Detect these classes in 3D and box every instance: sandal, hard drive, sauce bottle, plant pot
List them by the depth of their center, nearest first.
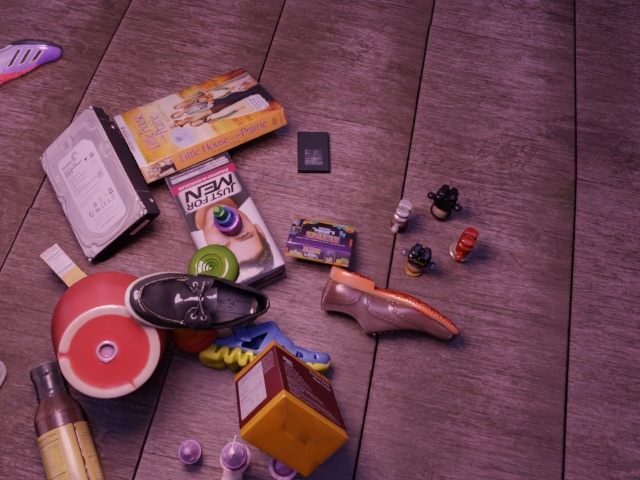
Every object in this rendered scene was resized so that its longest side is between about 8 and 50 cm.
[{"bbox_3d":[-0.463,0.216,1.207,0.275,0.243,0.275,-1,94,-19],"label":"plant pot"},{"bbox_3d":[-0.574,0.442,1.230,0.111,0.111,0.344,-21,68,-12],"label":"sauce bottle"},{"bbox_3d":[-0.128,0.258,1.338,0.317,0.126,0.138,11,60,-1],"label":"sandal"},{"bbox_3d":[-0.583,-0.146,1.427,0.237,0.064,0.339,-35,76,20],"label":"hard drive"},{"bbox_3d":[-0.021,-0.263,1.623,0.094,0.022,0.135,0,66,-4],"label":"hard drive"}]

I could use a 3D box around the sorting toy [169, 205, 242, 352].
[{"bbox_3d":[-0.279,0.078,1.284,0.127,0.126,0.365,13,76,14],"label":"sorting toy"}]

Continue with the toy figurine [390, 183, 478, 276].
[{"bbox_3d":[0.301,-0.024,1.482,0.209,0.148,0.213,-20,71,-6],"label":"toy figurine"}]

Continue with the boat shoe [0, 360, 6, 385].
[{"bbox_3d":[-0.872,0.375,1.242,0.091,0.114,0.302,10,41,43],"label":"boat shoe"}]

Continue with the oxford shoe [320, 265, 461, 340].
[{"bbox_3d":[0.176,0.191,1.404,0.364,0.130,0.132,23,91,7],"label":"oxford shoe"}]

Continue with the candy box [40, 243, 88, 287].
[{"bbox_3d":[-0.610,0.103,1.376,0.187,0.109,0.053,42,70,15],"label":"candy box"}]

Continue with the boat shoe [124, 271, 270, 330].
[{"bbox_3d":[-0.245,0.132,1.176,0.113,0.340,0.127,-13,67,38],"label":"boat shoe"}]

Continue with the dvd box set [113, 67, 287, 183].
[{"bbox_3d":[-0.347,-0.342,1.557,0.420,0.062,0.307,-26,47,-14],"label":"dvd box set"}]

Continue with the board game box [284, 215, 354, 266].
[{"bbox_3d":[0.000,0.000,1.459,0.170,0.048,0.141,10,30,0],"label":"board game box"}]

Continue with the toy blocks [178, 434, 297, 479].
[{"bbox_3d":[-0.217,0.555,1.122,0.309,0.260,0.288,11,67,1],"label":"toy blocks"}]

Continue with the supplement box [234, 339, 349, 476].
[{"bbox_3d":[-0.067,0.357,1.177,0.129,0.194,0.191,-44,115,9],"label":"supplement box"}]

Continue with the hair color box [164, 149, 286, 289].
[{"bbox_3d":[-0.254,-0.039,1.459,0.185,0.113,0.374,-25,71,-12],"label":"hair color box"}]

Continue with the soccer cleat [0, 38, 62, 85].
[{"bbox_3d":[-0.935,-0.524,1.644,0.318,0.108,0.116,-13,88,-11],"label":"soccer cleat"}]
